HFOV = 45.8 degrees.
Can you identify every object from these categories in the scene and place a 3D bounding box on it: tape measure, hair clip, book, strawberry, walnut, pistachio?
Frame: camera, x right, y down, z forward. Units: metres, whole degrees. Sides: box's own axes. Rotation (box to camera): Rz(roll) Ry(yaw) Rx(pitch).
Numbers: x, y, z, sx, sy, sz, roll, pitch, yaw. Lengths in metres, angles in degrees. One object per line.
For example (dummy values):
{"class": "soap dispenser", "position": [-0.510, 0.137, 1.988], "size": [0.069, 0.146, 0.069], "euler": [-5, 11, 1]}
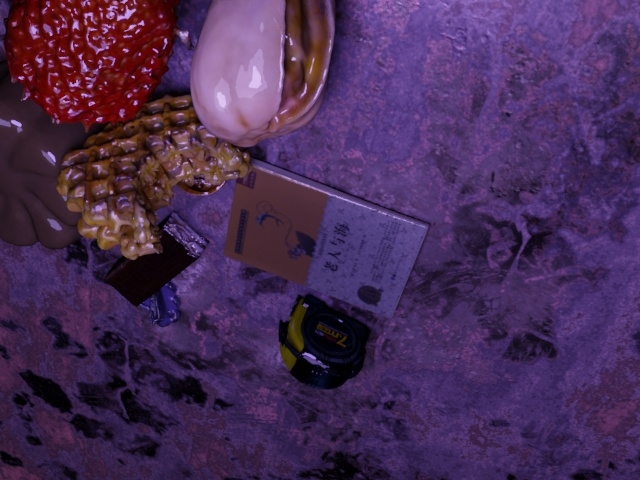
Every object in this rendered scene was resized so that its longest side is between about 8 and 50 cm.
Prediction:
{"class": "tape measure", "position": [-0.003, 0.224, 1.606], "size": [0.199, 0.186, 0.112], "euler": [25, 125, 0]}
{"class": "hair clip", "position": [-0.397, 0.126, 1.784], "size": [0.124, 0.052, 0.195], "euler": [2, 123, 14]}
{"class": "book", "position": [0.000, 0.000, 1.525], "size": [0.389, 0.032, 0.269], "euler": [20, 131, 6]}
{"class": "strawberry", "position": [-0.339, -0.330, 1.218], "size": [0.343, 0.292, 0.292], "euler": [-8, 125, 43]}
{"class": "walnut", "position": [-0.235, -0.134, 1.494], "size": [0.121, 0.052, 0.091], "euler": [14, 94, 10]}
{"class": "pistachio", "position": [-0.090, -0.293, 1.202], "size": [0.238, 0.229, 0.321], "euler": [45, 130, 30]}

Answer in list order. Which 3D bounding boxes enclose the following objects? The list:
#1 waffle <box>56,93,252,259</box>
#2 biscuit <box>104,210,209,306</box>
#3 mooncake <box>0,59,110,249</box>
{"class": "waffle", "position": [-0.293, -0.124, 1.348], "size": [0.261, 0.324, 0.151], "euler": [33, 150, 28]}
{"class": "biscuit", "position": [-0.360, 0.041, 1.662], "size": [0.252, 0.070, 0.106], "euler": [-37, 108, 30]}
{"class": "mooncake", "position": [-0.573, -0.158, 1.494], "size": [0.378, 0.201, 0.378], "euler": [18, 137, 18]}
